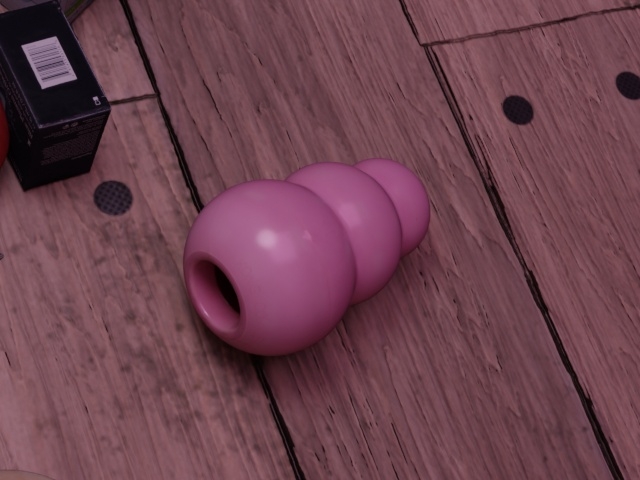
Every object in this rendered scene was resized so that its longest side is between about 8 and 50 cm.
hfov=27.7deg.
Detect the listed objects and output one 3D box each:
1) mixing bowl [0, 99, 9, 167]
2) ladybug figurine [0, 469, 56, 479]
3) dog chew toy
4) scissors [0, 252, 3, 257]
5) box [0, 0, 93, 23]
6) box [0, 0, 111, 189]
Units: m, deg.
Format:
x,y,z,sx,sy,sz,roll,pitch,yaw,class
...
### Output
x,y,z,sx,sy,sz,roll,pitch,yaw,class
-0.425,-0.115,1.489,0.181,0.098,0.181,-11,60,20,mixing bowl
-0.286,0.450,1.252,0.305,0.162,0.449,-7,68,-22,ladybug figurine
0.000,0.000,1.549,0.331,0.206,0.207,-28,77,-36,dog chew toy
-0.463,0.061,1.402,0.297,0.021,0.109,-2,48,-41,scissors
-0.286,-0.419,1.622,0.126,0.231,0.262,36,61,0,box
-0.329,-0.169,1.530,0.093,0.158,0.156,-20,73,-26,box
